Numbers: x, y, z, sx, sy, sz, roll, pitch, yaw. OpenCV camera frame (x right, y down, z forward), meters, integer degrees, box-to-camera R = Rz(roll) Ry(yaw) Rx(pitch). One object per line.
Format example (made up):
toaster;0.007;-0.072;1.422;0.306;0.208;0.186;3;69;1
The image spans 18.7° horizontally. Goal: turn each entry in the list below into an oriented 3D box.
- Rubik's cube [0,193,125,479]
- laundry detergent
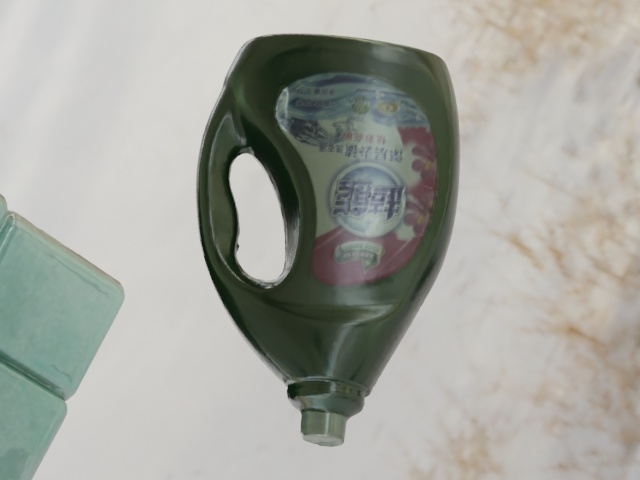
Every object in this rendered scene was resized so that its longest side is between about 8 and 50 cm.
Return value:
Rubik's cube;-0.375;0.072;1.195;0.319;0.316;0.321;11;71;51
laundry detergent;0.000;0.000;1.004;0.063;0.137;0.210;118;160;-73
